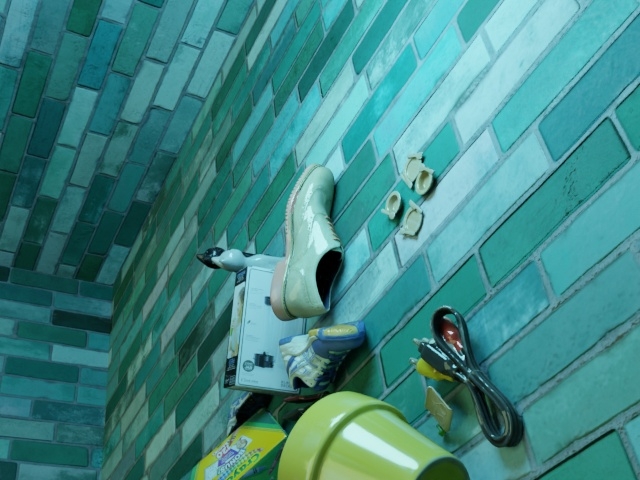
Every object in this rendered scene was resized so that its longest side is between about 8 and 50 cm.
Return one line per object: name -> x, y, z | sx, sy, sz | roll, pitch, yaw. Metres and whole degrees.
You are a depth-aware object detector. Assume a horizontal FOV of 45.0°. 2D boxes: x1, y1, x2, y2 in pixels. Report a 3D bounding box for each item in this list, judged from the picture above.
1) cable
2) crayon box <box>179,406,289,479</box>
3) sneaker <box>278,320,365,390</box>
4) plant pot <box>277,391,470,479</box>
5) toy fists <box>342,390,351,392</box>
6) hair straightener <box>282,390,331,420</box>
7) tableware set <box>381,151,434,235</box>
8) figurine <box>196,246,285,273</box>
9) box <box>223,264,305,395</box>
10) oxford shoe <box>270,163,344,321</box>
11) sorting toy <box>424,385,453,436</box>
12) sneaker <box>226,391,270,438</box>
cable -> 0.245, 0.208, 1.248 | 0.287, 0.072, 0.140 | 39, 109, 50
crayon box -> -0.187, 0.527, 1.758 | 0.278, 0.081, 0.165 | -40, 24, -11
sneaker -> 0.015, 0.251, 1.652 | 0.296, 0.111, 0.131 | -30, 69, 59
plant pot -> 0.099, 0.390, 1.238 | 0.239, 0.254, 0.254 | 5, 82, 50
toy fists -> 0.002, 0.424, 1.535 | 0.142, 0.096, 0.279 | -59, -7, -68
hair straightener -> -0.018, 0.384, 1.706 | 0.230, 0.047, 0.089 | -24, 56, 54
tableware set -> 0.180, -0.095, 1.552 | 0.141, 0.020, 0.169 | 46, 119, 61
figurine -> -0.202, 0.065, 2.040 | 0.215, 0.209, 0.092 | 2, 80, 64
box -> -0.128, 0.219, 1.863 | 0.087, 0.169, 0.290 | -29, 53, 60
oxford shoe -> 0.000, 0.000, 1.798 | 0.146, 0.140, 0.397 | -4, 66, 32
sorting toy -> 0.197, 0.288, 1.287 | 0.062, 0.012, 0.083 | 45, 146, 42
sneaker -> -0.196, 0.430, 1.996 | 0.211, 0.080, 0.081 | -57, 34, 32
